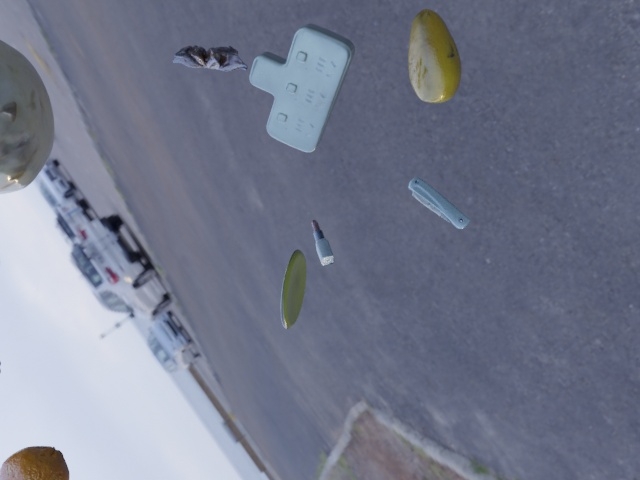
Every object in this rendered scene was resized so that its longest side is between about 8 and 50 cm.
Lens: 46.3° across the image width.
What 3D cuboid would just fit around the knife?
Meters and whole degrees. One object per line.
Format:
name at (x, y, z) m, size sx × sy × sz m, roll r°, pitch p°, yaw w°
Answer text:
knife at (0.265, -0.082, 1.692) m, size 0.162 × 0.044 × 0.023 m, roll 40°, pitch 174°, yaw 3°

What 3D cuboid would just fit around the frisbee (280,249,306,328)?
frisbee at (-0.076, 0.143, 2.193) m, size 0.017 × 0.236 × 0.236 m, roll 7°, pitch 147°, yaw 13°

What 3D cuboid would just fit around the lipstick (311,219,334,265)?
lipstick at (0.000, 0.000, 1.464) m, size 0.025 × 0.025 × 0.107 m, roll 84°, pitch 169°, yaw -50°

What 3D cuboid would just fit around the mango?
mango at (0.232, -0.380, 1.541) m, size 0.137 × 0.098 × 0.195 m, roll 179°, pitch 87°, yaw -83°

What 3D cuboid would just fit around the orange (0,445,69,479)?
orange at (-0.573, 0.470, 1.505) m, size 0.135 × 0.118 × 0.135 m, roll 8°, pitch 157°, yaw 3°

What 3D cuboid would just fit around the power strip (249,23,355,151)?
power strip at (-0.055, -0.335, 1.604) m, size 0.193 × 0.059 × 0.265 m, roll 25°, pitch 124°, yaw 4°

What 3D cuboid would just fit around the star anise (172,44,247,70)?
star anise at (-0.282, -0.464, 1.894) m, size 0.195 × 0.182 × 0.065 m, roll -140°, pitch 53°, yaw -62°

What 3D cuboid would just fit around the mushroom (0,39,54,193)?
mushroom at (-0.668, -0.216, 1.364) m, size 0.314 × 0.336 × 0.314 m, roll 166°, pitch 90°, yaw -81°
